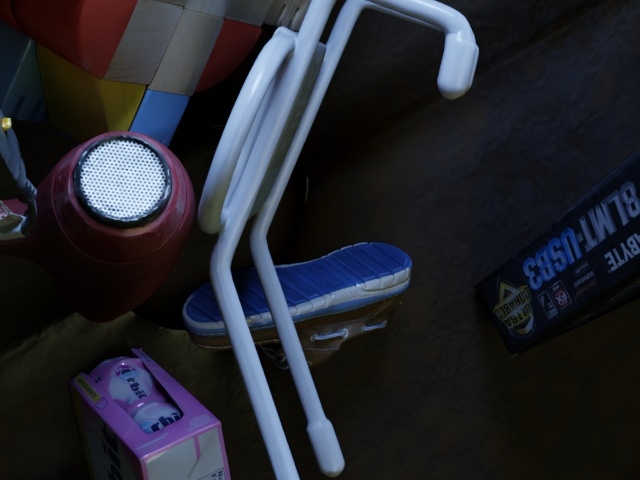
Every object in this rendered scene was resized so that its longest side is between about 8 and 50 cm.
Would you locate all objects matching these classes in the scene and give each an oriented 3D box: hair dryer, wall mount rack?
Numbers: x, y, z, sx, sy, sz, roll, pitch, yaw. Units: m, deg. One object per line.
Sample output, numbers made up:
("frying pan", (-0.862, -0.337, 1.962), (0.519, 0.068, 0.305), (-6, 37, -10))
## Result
("hair dryer", (-0.176, -0.019, 1.026), (0.293, 0.223, 0.080), (34, 57, -53))
("wall mount rack", (0.000, 0.000, 1.139), (0.130, 0.350, 0.304), (21, 96, 3))

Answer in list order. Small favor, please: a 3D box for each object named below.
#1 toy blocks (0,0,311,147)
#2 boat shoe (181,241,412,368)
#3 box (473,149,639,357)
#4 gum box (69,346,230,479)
("toy blocks", (-0.106, -0.161, 1.061), (0.381, 0.190, 0.261), (0, 118, -64))
("boat shoe", (-0.014, 0.055, 1.344), (0.183, 0.066, 0.066), (-12, 122, -31))
("box", (0.294, -0.036, 1.401), (0.293, 0.073, 0.295), (-22, 168, -25))
("gum box", (-0.108, 0.174, 1.312), (0.062, 0.107, 0.188), (-24, 126, -24))
